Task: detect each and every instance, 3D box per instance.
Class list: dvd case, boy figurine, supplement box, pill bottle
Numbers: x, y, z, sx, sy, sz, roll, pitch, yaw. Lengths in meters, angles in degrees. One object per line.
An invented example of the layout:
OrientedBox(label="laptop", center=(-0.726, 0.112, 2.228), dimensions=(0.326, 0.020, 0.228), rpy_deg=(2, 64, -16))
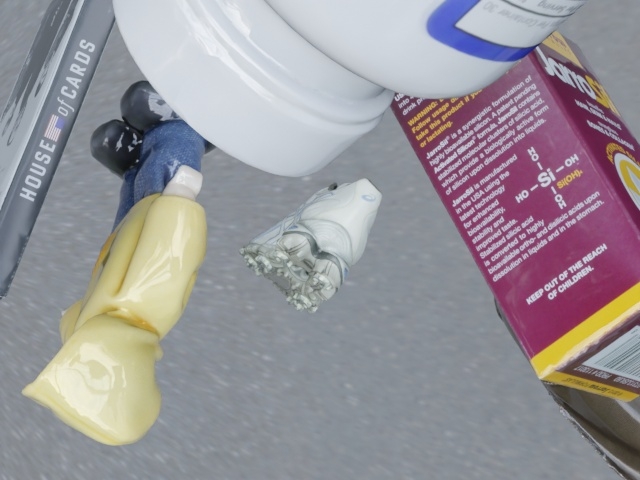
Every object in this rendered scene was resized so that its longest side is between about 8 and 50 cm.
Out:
OrientedBox(label="dvd case", center=(-0.189, -0.066, 1.212), dimensions=(0.030, 0.179, 0.238), rpy_deg=(23, 75, -16))
OrientedBox(label="boy figurine", center=(-0.139, 0.027, 1.299), dimensions=(0.092, 0.177, 0.285), rpy_deg=(29, 45, -18))
OrientedBox(label="supplement box", center=(0.121, -0.021, 0.950), dimensions=(0.081, 0.104, 0.188), rpy_deg=(-38, 61, 21))
OrientedBox(label="pill bottle", center=(0.051, -0.147, 0.656), dimensions=(0.152, 0.152, 0.272), rpy_deg=(42, 121, -12))

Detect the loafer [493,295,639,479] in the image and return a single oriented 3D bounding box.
OrientedBox(label="loafer", center=(0.190, 0.100, 1.313), dimensions=(0.220, 0.078, 0.080), rpy_deg=(48, 112, 12))

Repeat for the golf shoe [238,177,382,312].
OrientedBox(label="golf shoe", center=(0.000, 0.000, 1.330), dimensions=(0.069, 0.176, 0.086), rpy_deg=(43, 74, -10))
